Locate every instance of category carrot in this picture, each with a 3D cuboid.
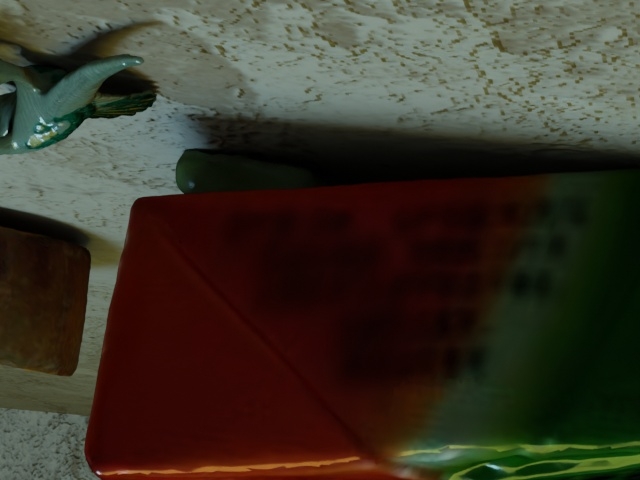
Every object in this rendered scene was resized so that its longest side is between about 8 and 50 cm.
[{"bbox_3d":[-0.319,0.023,1.355,0.307,0.100,0.258,12,173,16],"label":"carrot"}]

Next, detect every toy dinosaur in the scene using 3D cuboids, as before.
[{"bbox_3d":[-0.122,-0.066,0.890,0.187,0.044,0.106,-18,171,35],"label":"toy dinosaur"}]

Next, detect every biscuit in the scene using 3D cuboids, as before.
[{"bbox_3d":[0.000,0.000,1.157,0.099,0.038,0.322,6,170,17],"label":"biscuit"}]

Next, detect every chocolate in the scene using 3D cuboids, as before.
[{"bbox_3d":[0.058,0.078,1.057,0.341,0.161,0.360,-3,165,1],"label":"chocolate"}]
